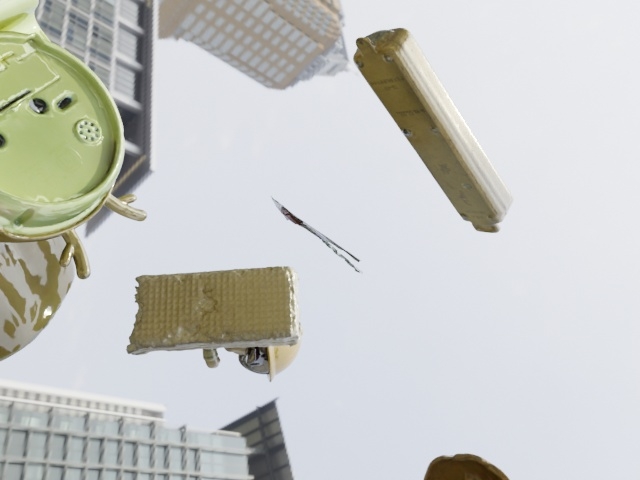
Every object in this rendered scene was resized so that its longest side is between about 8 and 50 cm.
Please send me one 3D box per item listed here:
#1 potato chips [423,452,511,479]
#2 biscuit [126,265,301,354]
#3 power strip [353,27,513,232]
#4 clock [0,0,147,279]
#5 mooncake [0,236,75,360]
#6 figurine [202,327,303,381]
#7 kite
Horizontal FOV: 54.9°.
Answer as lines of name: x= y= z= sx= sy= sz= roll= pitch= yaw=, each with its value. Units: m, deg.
potato chips: x=0.255 y=0.452 z=1.009 sx=0.208 sy=0.062 sz=0.195 roll=39 pitch=-74 yaw=40
biscuit: x=-0.147 y=0.097 z=0.850 sx=0.239 sy=0.062 sz=0.108 roll=-4 pitch=-112 yaw=3
power strip: x=0.133 y=-0.112 z=0.679 sx=0.064 sy=0.305 sz=0.044 roll=6 pitch=-125 yaw=51
clock: x=-0.315 y=-0.110 z=0.660 sx=0.096 sy=0.308 sz=0.235 roll=-19 pitch=-152 yaw=41
mooncake: x=-0.519 y=-0.004 z=0.784 sx=0.200 sy=0.379 sz=0.378 roll=89 pitch=-18 yaw=-44
figurine: x=-0.162 y=0.187 z=1.286 sx=0.167 sy=0.257 sz=0.192 roll=-59 pitch=-158 yaw=25
kite: x=0.001 y=-0.001 z=0.997 sx=0.012 sy=0.250 sz=0.229 roll=-54 pitch=-140 yaw=-3
